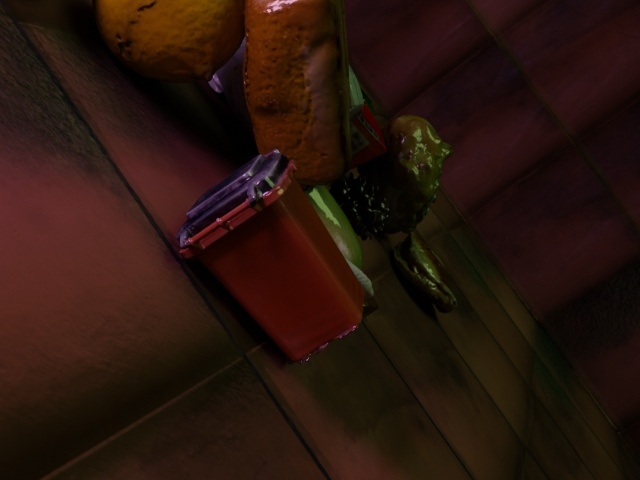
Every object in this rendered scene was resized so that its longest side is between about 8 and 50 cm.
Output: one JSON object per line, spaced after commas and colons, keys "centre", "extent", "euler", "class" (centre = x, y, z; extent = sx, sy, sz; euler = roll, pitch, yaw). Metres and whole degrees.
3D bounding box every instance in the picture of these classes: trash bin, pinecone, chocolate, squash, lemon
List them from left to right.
{"centre": [-0.222, -0.351, 1.298], "extent": [0.228, 0.228, 0.253], "euler": [41, 9, -39], "class": "lemon"}
{"centre": [-0.054, 0.027, 1.103], "extent": [0.239, 0.161, 0.184], "euler": [54, 15, -10], "class": "trash bin"}
{"centre": [-0.027, -0.347, 1.992], "extent": [0.360, 0.161, 0.341], "euler": [46, 17, -24], "class": "chocolate"}
{"centre": [0.000, 0.000, 1.391], "extent": [0.187, 0.123, 0.123], "euler": [54, 15, -7], "class": "squash"}
{"centre": [0.067, -0.058, 1.662], "extent": [0.120, 0.140, 0.140], "euler": [19, 29, -21], "class": "pinecone"}

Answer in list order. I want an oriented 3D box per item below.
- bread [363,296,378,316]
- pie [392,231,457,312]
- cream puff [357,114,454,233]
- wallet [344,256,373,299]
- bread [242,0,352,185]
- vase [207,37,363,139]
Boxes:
{"centre": [0.055, 0.086, 1.522], "extent": [0.094, 0.035, 0.090], "euler": [57, 15, 15], "class": "bread"}
{"centre": [0.243, 0.075, 2.011], "extent": [0.179, 0.084, 0.205], "euler": [47, 14, -24], "class": "pie"}
{"centre": [0.210, -0.150, 2.050], "extent": [0.185, 0.282, 0.282], "euler": [7, 41, -29], "class": "cream puff"}
{"centre": [-0.013, 0.041, 1.265], "extent": [0.183, 0.124, 0.032], "euler": [40, 48, -38], "class": "wallet"}
{"centre": [-0.034, -0.281, 1.331], "extent": [0.328, 0.147, 0.337], "euler": [-89, 174, -52], "class": "bread"}
{"centre": [-0.119, -0.369, 1.630], "extent": [0.445, 0.250, 0.250], "euler": [53, 15, 0], "class": "vase"}
